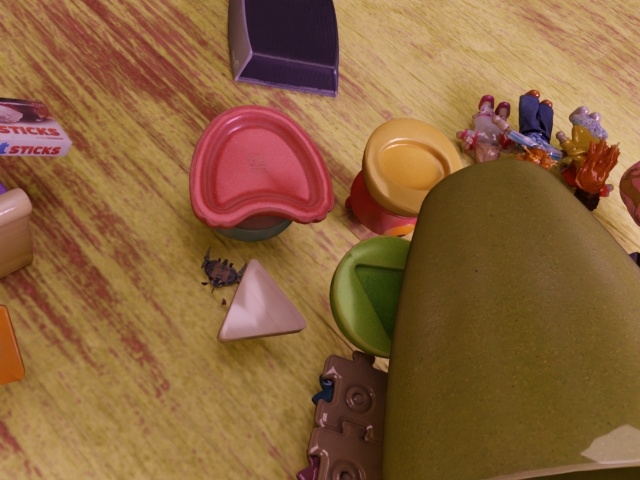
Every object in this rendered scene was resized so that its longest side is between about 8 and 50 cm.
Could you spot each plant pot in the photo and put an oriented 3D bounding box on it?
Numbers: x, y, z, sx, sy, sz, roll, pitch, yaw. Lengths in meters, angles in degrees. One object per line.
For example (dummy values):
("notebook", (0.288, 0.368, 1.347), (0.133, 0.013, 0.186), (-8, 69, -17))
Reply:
("plant pot", (0.175, 0.083, 0.531), (0.275, 0.274, 0.293), (8, 53, -15))

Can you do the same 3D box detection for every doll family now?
("doll family", (0.341, -0.143, 0.902), (0.263, 0.118, 0.163), (21, 52, -5))

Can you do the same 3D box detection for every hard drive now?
("hard drive", (-0.053, -0.333, 0.934), (0.172, 0.054, 0.254), (6, 55, -16))

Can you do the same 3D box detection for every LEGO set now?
("LEGO set", (-0.105, 0.047, 0.671), (0.054, 0.023, 0.083), (-6, 72, -21))

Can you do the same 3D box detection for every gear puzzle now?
("gear puzzle", (0.142, 0.236, 0.616), (0.339, 0.044, 0.175), (20, 50, -9))

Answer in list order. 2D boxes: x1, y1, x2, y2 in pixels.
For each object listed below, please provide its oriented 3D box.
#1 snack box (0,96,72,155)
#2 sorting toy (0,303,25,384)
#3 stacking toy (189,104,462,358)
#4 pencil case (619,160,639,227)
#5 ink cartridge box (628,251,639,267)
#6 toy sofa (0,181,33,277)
("snack box", (-0.315, -0.103, 0.538), (0.064, 0.022, 0.178), (50, 29, 18))
("sorting toy", (-0.406, 0.106, 0.447), (0.348, 0.047, 0.195), (0, 100, -20))
("stacking toy", (0.000, 0.000, 0.696), (0.309, 0.130, 0.279), (5, 70, -16))
("pencil case", (0.492, 0.048, 0.741), (0.160, 0.167, 0.385), (-4, 53, 5))
("ink cartridge box", (0.431, 0.115, 0.801), (0.208, 0.045, 0.206), (30, 52, 4))
("toy sofa", (-0.430, -0.113, 0.565), (0.150, 0.177, 0.362), (-32, 71, -36))
